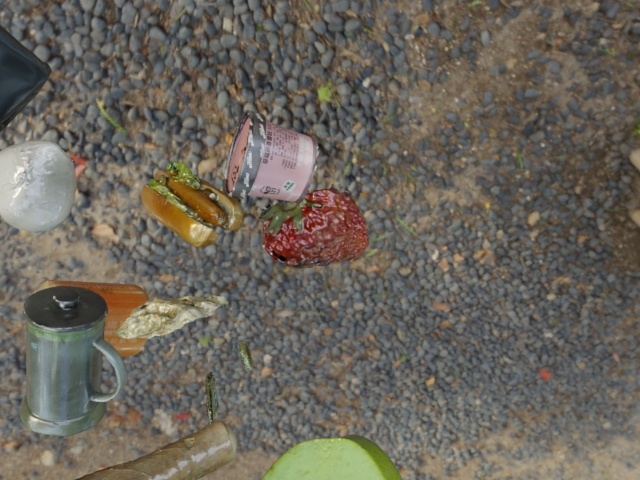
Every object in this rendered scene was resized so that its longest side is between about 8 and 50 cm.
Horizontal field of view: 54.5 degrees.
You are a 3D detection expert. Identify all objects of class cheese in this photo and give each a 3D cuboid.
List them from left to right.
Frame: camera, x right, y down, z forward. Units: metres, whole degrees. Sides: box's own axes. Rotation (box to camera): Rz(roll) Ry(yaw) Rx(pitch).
[{"bbox_3d":[-0.611,-0.111,1.331,0.198,0.188,0.155,-6,168,39],"label":"cheese"}]

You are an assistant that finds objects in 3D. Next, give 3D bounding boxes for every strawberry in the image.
[{"bbox_3d":[-0.018,0.000,1.532,0.254,0.150,0.280,-10,151,17],"label":"strawberry"}]

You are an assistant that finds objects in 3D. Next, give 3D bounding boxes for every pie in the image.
[{"bbox_3d":[-0.209,0.328,1.760,0.020,0.084,0.084,-20,127,0],"label":"pie"}]

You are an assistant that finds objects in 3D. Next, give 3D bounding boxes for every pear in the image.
[{"bbox_3d":[0.025,0.432,0.952,0.293,0.292,0.159,-24,136,6],"label":"pear"}]

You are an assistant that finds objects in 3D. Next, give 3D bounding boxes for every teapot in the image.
[{"bbox_3d":[-0.583,0.281,1.474,0.271,0.200,0.336,18,116,14],"label":"teapot"}]

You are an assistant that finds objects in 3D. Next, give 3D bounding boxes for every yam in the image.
[{"bbox_3d":[-0.271,0.337,0.843,0.357,0.081,0.081,-15,132,-35],"label":"yam"}]

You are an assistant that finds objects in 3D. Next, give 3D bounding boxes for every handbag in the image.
[{"bbox_3d":[-0.752,-0.379,1.277,0.275,0.178,0.302,-48,147,-2],"label":"handbag"}]

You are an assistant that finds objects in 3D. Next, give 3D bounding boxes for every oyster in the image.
[{"bbox_3d":[-0.272,0.133,1.162,0.209,0.133,0.071,-18,97,34],"label":"oyster"}]

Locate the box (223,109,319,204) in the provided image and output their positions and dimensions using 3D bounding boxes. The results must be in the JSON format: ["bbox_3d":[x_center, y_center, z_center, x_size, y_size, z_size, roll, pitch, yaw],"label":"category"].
[{"bbox_3d":[-0.084,-0.137,1.080,0.135,0.151,0.151,12,122,-22],"label":"box"}]

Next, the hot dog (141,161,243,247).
[{"bbox_3d":[-0.282,-0.085,1.279,0.135,0.337,0.100,-35,126,-20],"label":"hot dog"}]

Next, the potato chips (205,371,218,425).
[{"bbox_3d":[-0.242,0.415,1.415,0.029,0.202,0.219,-9,112,-8],"label":"potato chips"}]

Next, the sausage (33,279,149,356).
[{"bbox_3d":[-0.694,0.238,1.871,0.287,0.233,0.233,10,126,-47],"label":"sausage"}]
